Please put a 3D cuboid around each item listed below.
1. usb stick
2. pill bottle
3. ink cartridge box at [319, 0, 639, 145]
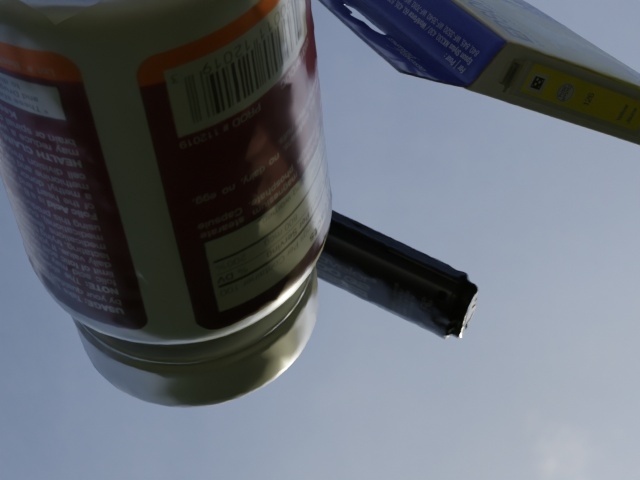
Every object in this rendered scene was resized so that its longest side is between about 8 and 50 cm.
[{"bbox_3d":[0.000,0.000,1.204,0.045,0.278,0.077,-54,-17,-33],"label":"usb stick"},{"bbox_3d":[-0.107,-0.073,0.979,0.224,0.224,0.392,-25,-38,-16],"label":"pill bottle"},{"bbox_3d":[0.144,-0.205,1.400,0.307,0.303,0.072,16,-69,-34],"label":"ink cartridge box"}]
